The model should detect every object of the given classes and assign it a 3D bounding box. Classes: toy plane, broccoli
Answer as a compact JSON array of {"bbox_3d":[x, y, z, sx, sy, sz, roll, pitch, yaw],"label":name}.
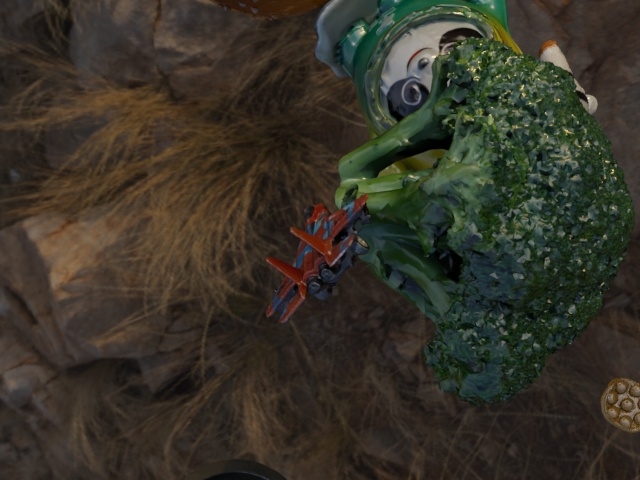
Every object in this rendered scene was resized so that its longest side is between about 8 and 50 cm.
[{"bbox_3d":[0.003,0.002,0.599,0.061,0.189,0.130,38,107,-2],"label":"toy plane"},{"bbox_3d":[0.129,-0.018,0.598,0.245,0.265,0.295,-6,92,31],"label":"broccoli"}]

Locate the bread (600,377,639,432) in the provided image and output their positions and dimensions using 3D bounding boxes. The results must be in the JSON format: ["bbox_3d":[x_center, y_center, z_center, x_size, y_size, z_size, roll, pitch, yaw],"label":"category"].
[{"bbox_3d":[0.612,0.328,1.419,0.110,0.110,0.024,49,165,15],"label":"bread"}]

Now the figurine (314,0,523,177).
[{"bbox_3d":[0.158,-0.227,1.019,0.323,0.231,0.340,-41,58,11],"label":"figurine"}]

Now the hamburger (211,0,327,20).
[{"bbox_3d":[-0.055,-0.302,0.628,0.246,0.170,0.246,21,154,11],"label":"hamburger"}]

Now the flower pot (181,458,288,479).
[{"bbox_3d":[-0.142,0.420,0.881,0.166,0.269,0.269,-30,85,42],"label":"flower pot"}]

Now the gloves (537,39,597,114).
[{"bbox_3d":[0.370,-0.222,1.154,0.131,0.219,0.140,-36,122,19],"label":"gloves"}]
